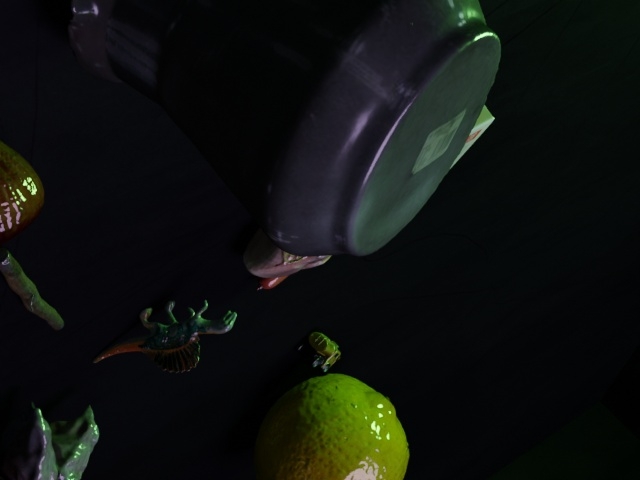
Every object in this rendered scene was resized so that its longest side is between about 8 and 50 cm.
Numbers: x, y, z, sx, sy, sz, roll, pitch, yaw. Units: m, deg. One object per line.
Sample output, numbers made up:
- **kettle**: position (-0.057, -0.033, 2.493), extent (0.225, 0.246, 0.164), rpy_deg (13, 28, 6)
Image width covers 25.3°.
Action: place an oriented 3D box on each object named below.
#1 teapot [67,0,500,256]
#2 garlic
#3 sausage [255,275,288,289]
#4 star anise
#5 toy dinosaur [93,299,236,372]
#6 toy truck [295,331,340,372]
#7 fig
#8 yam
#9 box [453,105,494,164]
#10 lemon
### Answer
- **teapot**: position (-0.024, -0.193, 1.385), extent (0.376, 0.362, 0.305), rpy_deg (-34, 153, -51)
- **garlic**: position (-0.031, 0.004, 2.044), extent (0.124, 0.099, 0.174), rpy_deg (-41, 163, 32)
- **sausage**: position (0.000, 0.000, 2.158), extent (0.253, 0.034, 0.034), rpy_deg (-35, 155, -19)
- **star anise**: position (-0.401, 0.345, 1.948), extent (0.359, 0.139, 0.316), rpy_deg (-17, 151, -47)
- **toy dinosaur**: position (-0.208, 0.140, 1.957), extent (0.187, 0.106, 0.044), rpy_deg (-38, 156, -16)
- **toy truck**: position (-0.001, 0.191, 2.464), extent (0.054, 0.049, 0.083), rpy_deg (-46, 156, 2)
- **fig**: position (-0.353, -0.061, 1.422), extent (0.119, 0.153, 0.119), rpy_deg (-33, -161, 13)
- **yam**: position (-0.346, 0.065, 1.702), extent (0.027, 0.029, 0.234), rpy_deg (-51, 159, -14)
- **box**: position (0.125, -0.115, 2.034), extent (0.135, 0.079, 0.269), rpy_deg (-28, 168, -30)
- **lemon**: position (0.019, 0.376, 2.532), extent (0.293, 0.293, 0.293), rpy_deg (-36, 156, -19)
